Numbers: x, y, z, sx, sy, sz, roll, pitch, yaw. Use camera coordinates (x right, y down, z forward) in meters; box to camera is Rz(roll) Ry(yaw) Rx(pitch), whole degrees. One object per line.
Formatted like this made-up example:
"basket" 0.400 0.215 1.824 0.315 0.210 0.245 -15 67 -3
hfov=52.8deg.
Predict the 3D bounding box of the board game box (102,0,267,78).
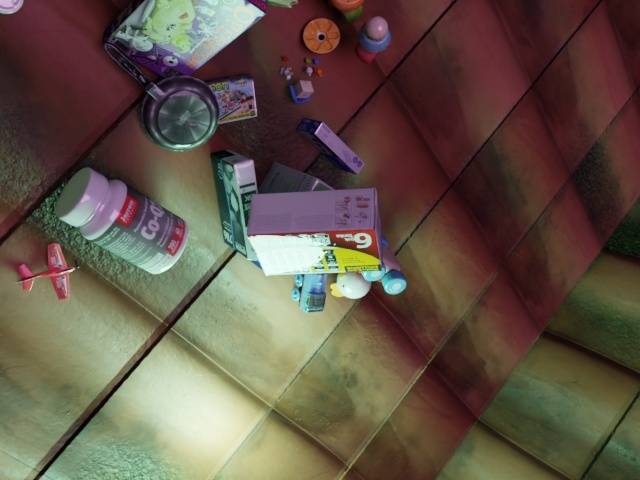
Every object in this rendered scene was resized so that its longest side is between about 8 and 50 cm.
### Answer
"board game box" -0.308 -0.486 1.436 0.208 0.347 0.056 18 61 -40

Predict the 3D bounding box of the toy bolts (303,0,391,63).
"toy bolts" 0.078 -0.578 1.723 0.228 0.158 0.218 43 85 3

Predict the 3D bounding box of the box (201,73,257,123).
"box" -0.269 -0.363 1.683 0.207 0.036 0.114 -19 116 -30

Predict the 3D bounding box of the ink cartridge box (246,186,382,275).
"ink cartridge box" 0.000 0.000 1.642 0.271 0.310 0.130 72 18 -57

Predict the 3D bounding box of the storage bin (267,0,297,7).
"storage bin" -0.209 -0.638 1.492 0.262 0.260 0.123 3 108 -37

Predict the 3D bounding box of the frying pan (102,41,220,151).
"frying pan" -0.359 -0.356 1.558 0.197 0.053 0.326 -26 129 -9

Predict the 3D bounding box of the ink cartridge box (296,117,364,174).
"ink cartridge box" 0.031 -0.276 1.893 0.207 0.097 0.046 38 82 -39

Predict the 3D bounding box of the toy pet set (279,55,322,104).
"toy pet set" -0.057 -0.447 1.809 0.122 0.065 0.114 -6 74 -38

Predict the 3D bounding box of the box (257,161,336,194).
"box" -0.015 -0.092 1.839 0.262 0.231 0.126 30 87 -38

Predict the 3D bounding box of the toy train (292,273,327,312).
"toy train" -0.027 0.130 1.987 0.080 0.105 0.184 0 106 -36

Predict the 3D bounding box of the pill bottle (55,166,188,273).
"pill bottle" -0.476 -0.047 1.562 0.283 0.161 0.161 36 84 -39

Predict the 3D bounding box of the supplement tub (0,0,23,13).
"supplement tub" -0.652 -0.497 1.312 0.071 0.107 0.070 -13 113 -32

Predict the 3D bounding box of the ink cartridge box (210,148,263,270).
"ink cartridge box" -0.217 -0.069 1.741 0.065 0.165 0.332 -19 115 -26

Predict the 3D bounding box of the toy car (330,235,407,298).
"toy car" 0.114 0.103 2.056 0.238 0.219 0.210 -42 131 19

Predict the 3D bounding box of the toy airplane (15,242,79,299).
"toy airplane" -0.659 0.082 1.559 0.151 0.028 0.151 -11 111 -32
